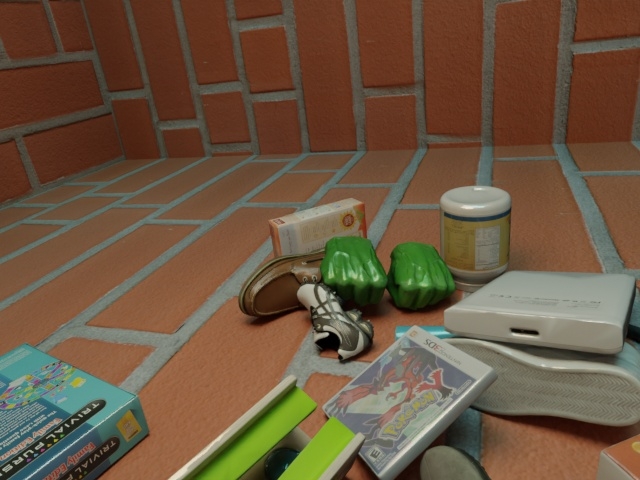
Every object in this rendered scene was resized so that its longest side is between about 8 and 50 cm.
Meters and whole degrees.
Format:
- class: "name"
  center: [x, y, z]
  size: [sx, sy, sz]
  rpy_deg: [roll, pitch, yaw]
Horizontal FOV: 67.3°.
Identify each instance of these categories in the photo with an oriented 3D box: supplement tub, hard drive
- class: "supplement tub"
  center: [0.331, -0.005, 1.035]
  size: [0.144, 0.199, 0.144]
  rpy_deg: [-6, 24, 3]
- class: "hard drive"
  center: [0.384, 0.104, 0.809]
  size: [0.233, 0.047, 0.353]
  rpy_deg: [0, 7, 36]

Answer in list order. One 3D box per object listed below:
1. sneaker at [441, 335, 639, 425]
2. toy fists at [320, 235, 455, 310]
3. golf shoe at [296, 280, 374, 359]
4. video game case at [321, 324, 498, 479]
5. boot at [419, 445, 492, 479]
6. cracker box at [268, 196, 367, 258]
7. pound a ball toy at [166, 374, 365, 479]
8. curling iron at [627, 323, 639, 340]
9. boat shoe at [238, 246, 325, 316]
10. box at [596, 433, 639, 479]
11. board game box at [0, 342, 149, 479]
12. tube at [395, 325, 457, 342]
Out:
- class: "sneaker"
  center: [0.326, 0.190, 0.737]
  size: [0.293, 0.108, 0.169]
  rpy_deg: [4, 11, 34]
- class: "toy fists"
  center: [0.137, 0.074, 0.990]
  size: [0.279, 0.096, 0.142]
  rpy_deg: [6, 33, -10]
- class: "golf shoe"
  center: [0.006, 0.148, 0.909]
  size: [0.094, 0.077, 0.198]
  rpy_deg: [-34, 44, -28]
- class: "video game case"
  center: [0.116, 0.216, 0.680]
  size: [0.201, 0.023, 0.183]
  rpy_deg: [-39, 21, -13]
- class: "boot"
  center: [0.105, 0.287, 0.477]
  size: [0.161, 0.083, 0.246]
  rpy_deg: [25, 20, -14]
- class: "cracker box"
  center: [0.000, 0.000, 1.176]
  size: [0.232, 0.155, 0.067]
  rpy_deg: [-17, 25, -23]
- class: "pound a ball toy"
  center: [-0.069, 0.327, 0.510]
  size: [0.208, 0.135, 0.319]
  rpy_deg: [35, 41, 21]
- class: "curling iron"
  center: [0.576, 0.185, 0.732]
  size: [0.068, 0.035, 0.274]
  rpy_deg: [-15, 25, -18]
- class: "boat shoe"
  center: [-0.029, 0.085, 1.045]
  size: [0.307, 0.110, 0.104]
  rpy_deg: [-25, 28, -36]
- class: "box"
  center: [0.456, 0.261, 0.420]
  size: [0.345, 0.168, 0.215]
  rpy_deg: [-14, 24, -15]
- class: "board game box"
  center: [-0.475, 0.293, 0.728]
  size: [0.336, 0.079, 0.254]
  rpy_deg: [9, 28, 33]
- class: "tube"
  center: [0.234, 0.172, 0.824]
  size: [0.207, 0.080, 0.052]
  rpy_deg: [-4, 50, 17]
